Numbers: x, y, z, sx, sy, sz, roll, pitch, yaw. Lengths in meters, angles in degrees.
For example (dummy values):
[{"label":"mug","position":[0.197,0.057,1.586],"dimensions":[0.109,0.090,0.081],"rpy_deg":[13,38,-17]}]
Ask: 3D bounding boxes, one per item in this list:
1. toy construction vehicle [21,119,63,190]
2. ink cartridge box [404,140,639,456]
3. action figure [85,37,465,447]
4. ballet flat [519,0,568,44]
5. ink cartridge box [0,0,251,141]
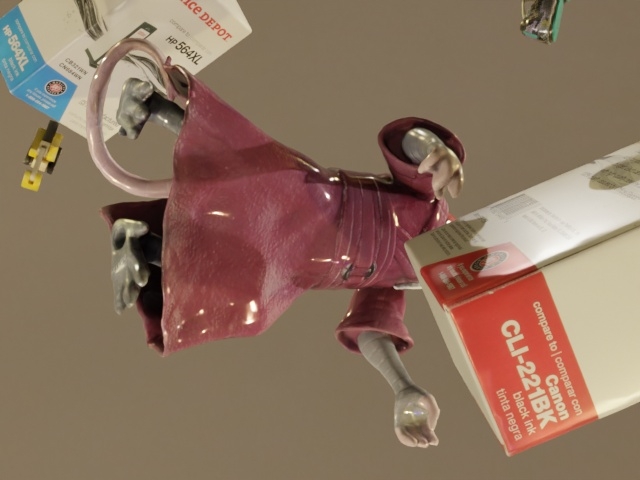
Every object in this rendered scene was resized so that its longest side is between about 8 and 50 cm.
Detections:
[{"label":"toy construction vehicle","position":[-0.243,-0.081,0.824],"dimensions":[0.086,0.035,0.098],"rpy_deg":[23,-146,-13]},{"label":"ink cartridge box","position":[0.214,0.014,0.734],"dimensions":[0.273,0.114,0.197],"rpy_deg":[-24,-168,2]},{"label":"action figure","position":[0.000,0.000,0.884],"dimensions":[0.370,0.248,0.276],"rpy_deg":[7,-160,-31]},{"label":"ballet flat","position":[0.196,-0.213,0.915],"dimensions":[0.041,0.041,0.114],"rpy_deg":[16,-126,17]},{"label":"ink cartridge box","position":[-0.192,-0.203,1.031],"dimensions":[0.203,0.148,0.085],"rpy_deg":[-34,-117,12]}]
